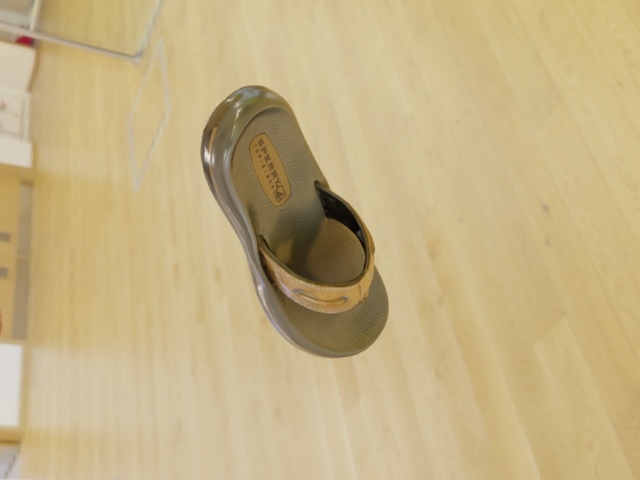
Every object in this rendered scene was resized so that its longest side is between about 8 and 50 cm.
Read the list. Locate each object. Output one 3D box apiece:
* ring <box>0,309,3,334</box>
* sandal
[{"bbox_3d":[-0.485,0.162,0.929,0.032,0.337,0.336,55,138,16],"label":"ring"},{"bbox_3d":[0.000,0.000,0.553,0.060,0.219,0.090,17,53,39],"label":"sandal"}]
